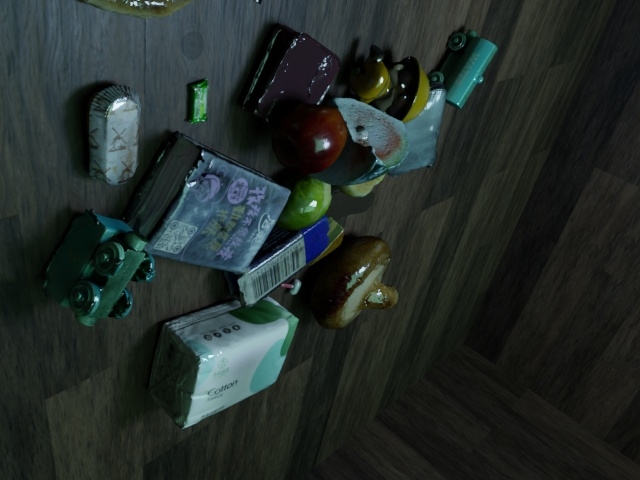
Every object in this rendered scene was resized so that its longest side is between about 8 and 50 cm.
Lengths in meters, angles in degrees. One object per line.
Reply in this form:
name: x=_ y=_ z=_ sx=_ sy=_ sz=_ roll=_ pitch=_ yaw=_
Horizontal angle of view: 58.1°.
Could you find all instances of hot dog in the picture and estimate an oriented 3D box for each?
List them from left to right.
hot dog: x=-0.373 y=-0.186 z=1.039 sx=0.108 sy=0.059 sz=0.191 roll=-26 pitch=141 yaw=-44

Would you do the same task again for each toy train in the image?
toy train: x=-0.422 y=0.053 z=1.101 sx=0.203 sy=0.163 sz=0.112 roll=-56 pitch=152 yaw=4
toy train: x=0.433 y=-0.519 z=1.769 sx=0.101 sy=0.159 sz=0.248 roll=18 pitch=106 yaw=-54

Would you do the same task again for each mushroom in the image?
mushroom: x=0.098 y=0.144 z=1.922 sx=0.345 sy=0.239 sz=0.345 roll=-17 pitch=112 yaw=-49

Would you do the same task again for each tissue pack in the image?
tissue pack: x=-0.243 y=-0.064 z=1.295 sx=0.259 sy=0.122 sz=0.361 roll=-57 pitch=152 yaw=8
tissue pack: x=-0.258 y=0.313 z=1.572 sx=0.356 sy=0.194 sz=0.266 roll=-16 pitch=134 yaw=-48

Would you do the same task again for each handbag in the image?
handbag: x=-0.066 y=-0.354 z=1.298 sx=0.203 sy=0.074 sz=0.216 roll=5 pitch=118 yaw=-57
handbag: x=0.294 y=-0.331 z=1.793 sx=0.192 sy=0.075 sz=0.332 roll=-21 pitch=141 yaw=-14

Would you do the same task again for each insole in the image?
insole: x=0.076 y=-0.109 z=1.816 sx=0.328 sy=0.007 sz=0.111 roll=-14 pitch=132 yaw=-49

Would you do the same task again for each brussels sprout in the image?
brussels sprout: x=-0.050 y=-0.101 z=1.500 sx=0.180 sy=0.144 sz=0.161 roll=-49 pitch=165 yaw=-8

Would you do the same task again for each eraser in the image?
eraser: x=-0.118 y=0.037 z=1.591 sx=0.332 sy=0.102 sz=0.155 roll=-37 pitch=144 yaw=-30

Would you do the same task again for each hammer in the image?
hammer: x=-0.097 y=0.143 z=1.801 sx=0.083 sy=0.031 sz=0.052 roll=14 pitch=105 yaw=-52

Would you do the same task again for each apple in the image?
apple: x=-0.014 y=-0.232 z=1.289 sx=0.158 sy=0.147 sz=0.156 roll=-36 pitch=126 yaw=-31

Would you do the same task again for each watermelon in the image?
watermelon: x=0.101 y=-0.263 z=1.427 sx=0.290 sy=0.320 sz=0.213 roll=-28 pitch=112 yaw=-22

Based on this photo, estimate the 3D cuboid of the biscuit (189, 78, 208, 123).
biscuit: x=-0.247 y=-0.280 z=1.166 sx=0.046 sy=0.016 sz=0.089 roll=-27 pitch=141 yaw=-42

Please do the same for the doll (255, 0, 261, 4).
doll: x=-0.074 y=-0.559 z=1.031 sx=0.257 sy=0.117 sz=0.182 roll=-60 pitch=161 yaw=14

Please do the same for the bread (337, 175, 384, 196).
bread: x=0.116 y=-0.230 z=1.653 sx=0.213 sy=0.105 sz=0.213 roll=-33 pitch=144 yaw=-28

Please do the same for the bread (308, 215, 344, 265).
bread: x=-0.004 y=0.003 z=1.738 sx=0.139 sy=0.074 sz=0.084 roll=-33 pitch=153 yaw=-30

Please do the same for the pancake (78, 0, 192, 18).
pancake: x=-0.268 y=-0.499 z=0.866 sx=0.356 sy=0.065 sz=0.356 roll=-33 pitch=145 yaw=-27

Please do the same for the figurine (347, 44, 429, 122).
figurine: x=0.185 y=-0.399 z=1.523 sx=0.257 sy=0.167 sz=0.192 roll=-6 pitch=136 yaw=-51
